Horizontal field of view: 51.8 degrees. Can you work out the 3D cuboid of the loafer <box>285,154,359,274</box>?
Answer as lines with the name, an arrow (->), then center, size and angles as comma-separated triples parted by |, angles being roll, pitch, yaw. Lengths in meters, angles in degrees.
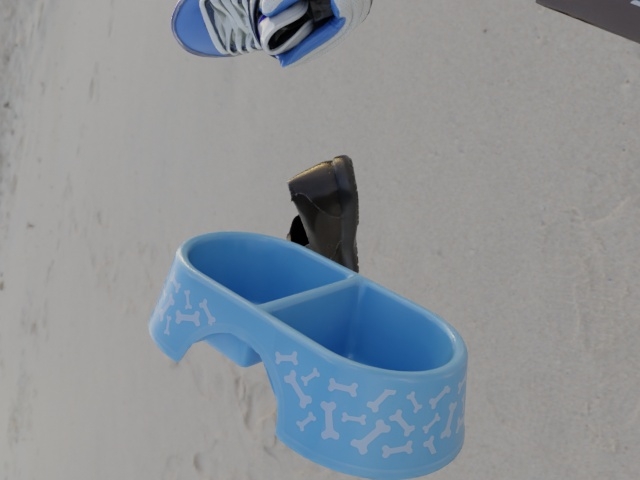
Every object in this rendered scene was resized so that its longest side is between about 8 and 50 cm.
loafer -> 0.000, 0.000, 0.717 | 0.080, 0.078, 0.220 | -95, 2, -48

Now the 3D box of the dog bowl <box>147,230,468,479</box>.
dog bowl -> -0.013, 0.072, 0.538 | 0.297, 0.166, 0.074 | 25, 114, 35

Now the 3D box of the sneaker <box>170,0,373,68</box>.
sneaker -> -0.086, -0.296, 0.867 | 0.323, 0.130, 0.236 | -11, 31, 18

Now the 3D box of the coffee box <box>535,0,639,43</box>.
coffee box -> 0.236, -0.181, 0.320 | 0.141, 0.246, 0.098 | 36, 147, 29
